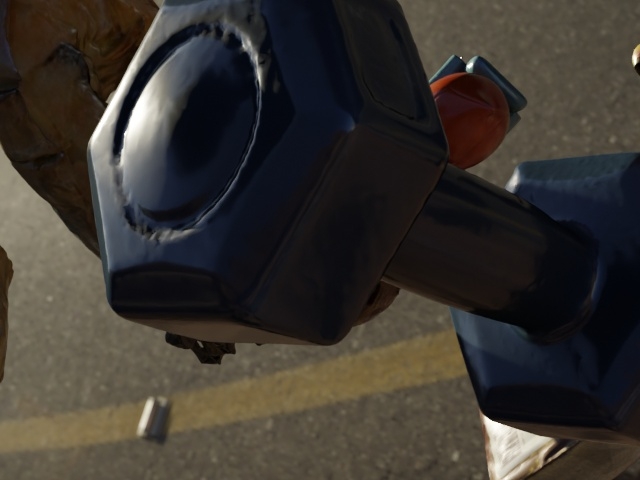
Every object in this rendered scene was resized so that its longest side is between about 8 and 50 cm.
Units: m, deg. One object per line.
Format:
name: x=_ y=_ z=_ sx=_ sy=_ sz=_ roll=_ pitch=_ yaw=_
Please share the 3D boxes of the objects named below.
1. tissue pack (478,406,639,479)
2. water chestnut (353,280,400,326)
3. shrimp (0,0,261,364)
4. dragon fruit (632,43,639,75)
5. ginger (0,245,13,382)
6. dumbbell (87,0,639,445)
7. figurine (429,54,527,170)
tissue pack: x=0.259 y=0.177 z=1.483 sx=0.183 sy=0.092 sz=0.226 roll=-42 pitch=28 yaw=29
water chestnut: x=0.000 y=0.000 z=1.596 sx=0.223 sy=0.238 sz=0.224 roll=-44 pitch=15 yaw=15
shrimp: x=-0.110 y=-0.056 z=0.824 sx=0.075 sy=0.289 sz=0.178 roll=-15 pitch=39 yaw=33
dragon fruit: x=0.186 y=-0.104 z=0.573 sx=0.086 sy=0.081 sz=0.116 roll=-54 pitch=-17 yaw=-33
ginger: x=-0.378 y=0.032 z=1.134 sx=0.221 sy=0.275 sz=0.130 roll=-47 pitch=-19 yaw=-28
dumbbell: x=0.058 y=-0.001 z=0.595 sx=0.144 sy=0.324 sz=0.160 roll=40 pitch=103 yaw=47
figurine: x=0.097 y=-0.083 z=0.891 sx=0.075 sy=0.068 sz=0.140 roll=-44 pitch=5 yaw=9
